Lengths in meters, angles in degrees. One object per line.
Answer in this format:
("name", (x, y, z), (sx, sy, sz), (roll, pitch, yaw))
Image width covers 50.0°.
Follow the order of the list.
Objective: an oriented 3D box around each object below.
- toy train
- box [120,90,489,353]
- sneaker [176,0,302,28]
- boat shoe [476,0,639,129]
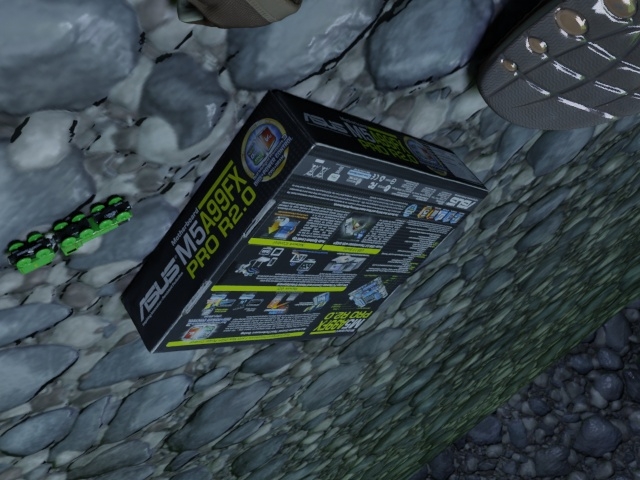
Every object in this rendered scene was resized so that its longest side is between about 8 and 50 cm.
("toy train", (-0.160, -0.003, 0.445), (0.083, 0.017, 0.024), (-28, 161, -17))
("box", (0.000, 0.000, 0.590), (0.270, 0.060, 0.216), (5, 133, -52))
("sneaker", (-0.074, -0.134, 0.273), (0.071, 0.066, 0.188), (-10, 163, 22))
("boat shoe", (0.267, -0.197, 0.515), (0.324, 0.116, 0.123), (-28, 121, 28))
